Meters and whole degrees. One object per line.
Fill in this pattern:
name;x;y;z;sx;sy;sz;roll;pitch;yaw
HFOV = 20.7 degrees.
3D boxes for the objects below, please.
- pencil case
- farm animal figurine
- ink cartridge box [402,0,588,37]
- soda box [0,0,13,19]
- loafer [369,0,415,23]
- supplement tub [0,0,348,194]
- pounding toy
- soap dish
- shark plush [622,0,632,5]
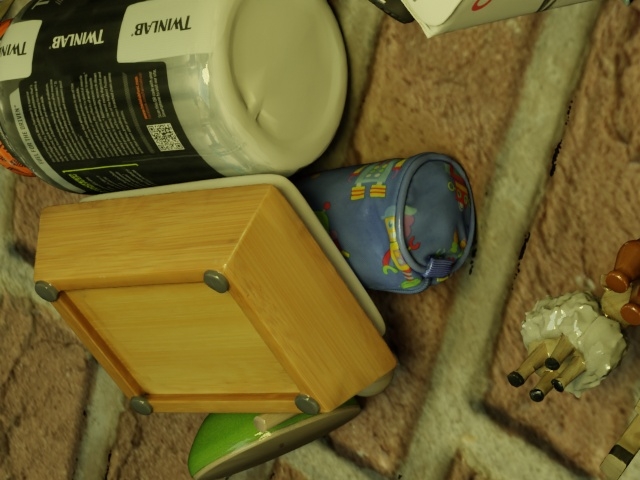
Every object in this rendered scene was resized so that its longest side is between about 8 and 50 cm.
pencil case;0.000;0.000;1.648;0.306;0.119;0.133;-10;83;41
farm animal figurine;0.358;0.112;1.411;0.330;0.172;0.327;45;144;1
ink cartridge box;0.194;-0.280;1.223;0.129;0.307;0.223;55;134;17
soda box;-0.360;-0.264;1.837;0.058;0.061;0.181;50;132;6
loafer;0.020;-0.281;1.538;0.220;0.080;0.078;42;98;15
supplement tub;-0.160;-0.149;1.642;0.338;0.207;0.207;-3;110;38
pounding toy;-0.052;0.147;1.730;0.237;0.183;0.110;-42;68;55
soap dish;-0.106;0.058;1.592;0.291;0.118;0.229;-4;132;39
shark plush;0.194;-0.253;1.441;0.161;0.073;0.067;27;149;0
